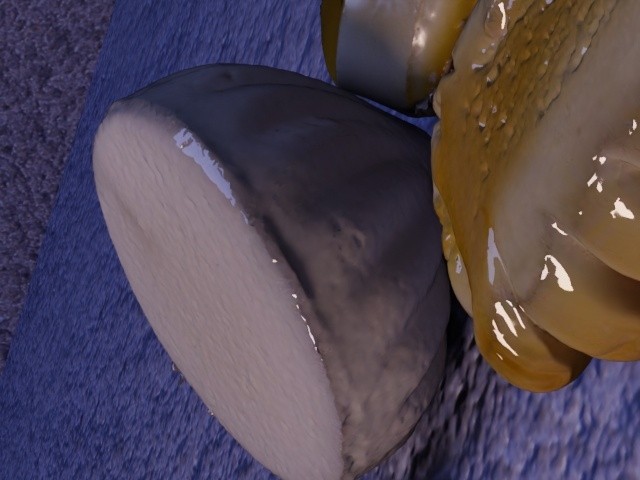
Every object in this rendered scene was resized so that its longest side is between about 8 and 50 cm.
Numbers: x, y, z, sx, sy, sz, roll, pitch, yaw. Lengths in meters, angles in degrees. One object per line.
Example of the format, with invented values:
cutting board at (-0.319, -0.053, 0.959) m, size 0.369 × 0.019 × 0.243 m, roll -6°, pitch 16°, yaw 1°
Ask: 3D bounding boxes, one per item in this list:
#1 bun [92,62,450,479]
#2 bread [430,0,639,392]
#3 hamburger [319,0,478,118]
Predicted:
bun at (0.000, 0.000, 0.895) m, size 0.263 × 0.175 × 0.263 m, roll 46°, pitch 155°, yaw 28°
bread at (0.141, -0.080, 0.552) m, size 0.311 × 0.121 × 0.172 m, roll 121°, pitch 151°, yaw -47°
hamburger at (0.068, -0.173, 0.885) m, size 0.173 × 0.116 × 0.210 m, roll -110°, pitch 30°, yaw -70°
